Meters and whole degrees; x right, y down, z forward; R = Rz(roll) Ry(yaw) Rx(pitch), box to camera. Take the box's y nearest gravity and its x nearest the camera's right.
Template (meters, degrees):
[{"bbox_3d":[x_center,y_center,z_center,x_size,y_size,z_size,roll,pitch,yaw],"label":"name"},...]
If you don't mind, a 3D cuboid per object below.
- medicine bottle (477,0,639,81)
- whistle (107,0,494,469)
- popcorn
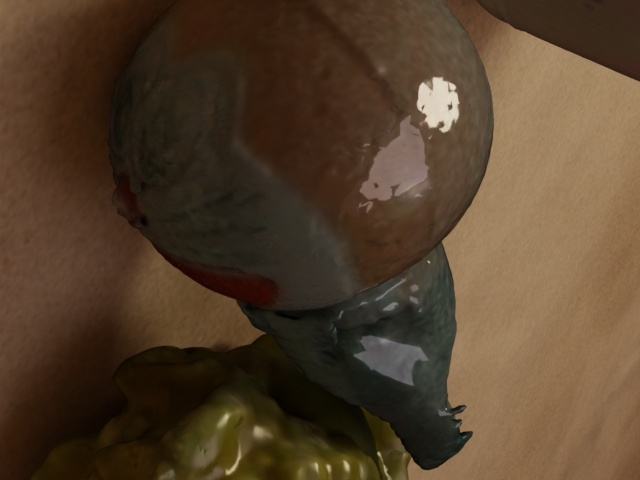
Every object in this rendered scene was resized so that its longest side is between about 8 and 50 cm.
[{"bbox_3d":[0.277,-0.210,0.805,0.256,0.325,0.256,-43,148,-35],"label":"medicine bottle"},{"bbox_3d":[0.000,0.000,0.638,0.189,0.189,0.348,-45,135,-30],"label":"whistle"},{"bbox_3d":[-0.064,0.167,0.752,0.225,0.174,0.286,-51,168,14],"label":"popcorn"}]
